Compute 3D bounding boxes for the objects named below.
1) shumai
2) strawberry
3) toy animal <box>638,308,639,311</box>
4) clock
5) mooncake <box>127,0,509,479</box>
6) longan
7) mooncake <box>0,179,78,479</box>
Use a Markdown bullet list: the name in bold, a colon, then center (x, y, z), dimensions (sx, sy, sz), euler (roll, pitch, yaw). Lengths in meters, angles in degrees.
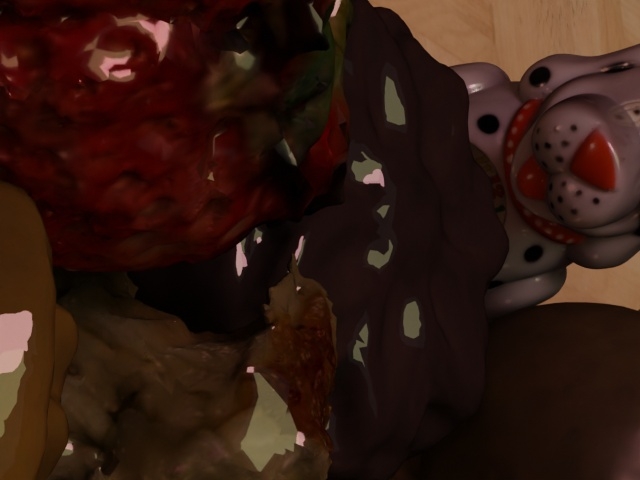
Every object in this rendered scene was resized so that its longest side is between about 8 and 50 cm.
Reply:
- **shumai**: center (-0.083, 0.073, 0.757), dimensions (0.166, 0.175, 0.206), euler (-34, 103, -56)
- **strawberry**: center (-0.125, -0.112, 0.705), dimensions (0.238, 0.288, 0.250), euler (-102, -173, -66)
- **toy animal**: center (0.341, 0.196, 1.227), dimensions (0.194, 0.302, 0.344), euler (-8, 83, -54)
- **clock**: center (0.161, -0.046, 1.108), dimensions (0.189, 0.254, 0.189), euler (20, 64, -47)
- **mooncake**: center (0.000, 0.000, 0.949), dimensions (0.283, 0.141, 0.283), euler (23, 61, -49)
- **longan**: center (0.190, 0.174, 1.074), dimensions (0.300, 0.243, 0.300), euler (158, -90, -89)
- **mooncake**: center (-0.166, 0.088, 0.568), dimensions (0.117, 0.235, 0.235), euler (16, 61, -27)
